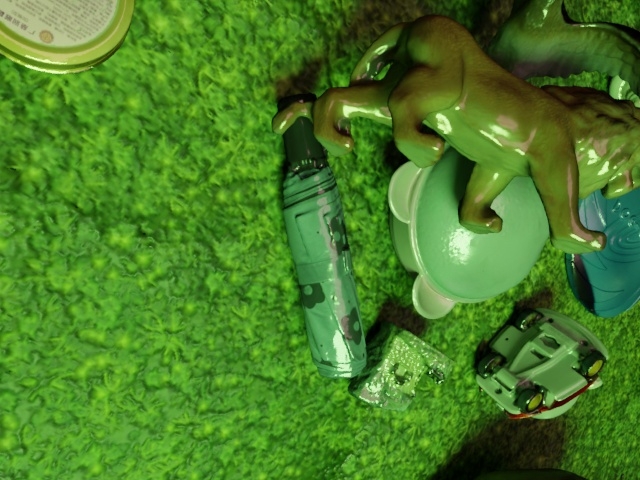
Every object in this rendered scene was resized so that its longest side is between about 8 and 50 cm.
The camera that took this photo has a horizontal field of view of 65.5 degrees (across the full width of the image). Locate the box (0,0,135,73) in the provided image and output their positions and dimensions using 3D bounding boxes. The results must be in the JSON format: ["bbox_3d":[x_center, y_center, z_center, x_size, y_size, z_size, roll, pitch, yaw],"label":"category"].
[{"bbox_3d":[-0.175,-0.163,0.320,0.105,0.037,0.106,-4,99,-30],"label":"box"}]

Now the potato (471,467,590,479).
[{"bbox_3d":[0.210,0.399,0.518,0.243,0.221,0.327,27,74,14],"label":"potato"}]

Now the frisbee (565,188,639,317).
[{"bbox_3d":[0.434,-0.007,0.700,0.241,0.045,0.243,-4,99,-29],"label":"frisbee"}]

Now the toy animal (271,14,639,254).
[{"bbox_3d":[0.137,-0.093,0.396,0.312,0.097,0.158,26,74,-10],"label":"toy animal"}]

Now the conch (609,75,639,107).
[{"bbox_3d":[0.445,-0.216,0.667,0.104,0.094,0.176,52,43,-13],"label":"conch"}]

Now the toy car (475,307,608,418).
[{"bbox_3d":[0.260,0.165,0.597,0.139,0.112,0.112,-33,129,-12],"label":"toy car"}]

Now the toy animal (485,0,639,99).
[{"bbox_3d":[0.201,-0.184,0.448,0.160,0.273,0.197,-43,162,19],"label":"toy animal"}]

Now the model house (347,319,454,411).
[{"bbox_3d":[0.079,0.134,0.498,0.078,0.066,0.083,35,81,-28],"label":"model house"}]

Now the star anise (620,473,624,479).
[{"bbox_3d":[0.470,0.474,0.795,0.158,0.144,0.140,22,131,-24],"label":"star anise"}]

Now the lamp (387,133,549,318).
[{"bbox_3d":[0.180,-0.034,0.509,0.245,0.108,0.180,-25,114,-25],"label":"lamp"}]

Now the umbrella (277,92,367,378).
[{"bbox_3d":[-0.002,0.000,0.437,0.053,0.052,0.251,-11,98,6],"label":"umbrella"}]
